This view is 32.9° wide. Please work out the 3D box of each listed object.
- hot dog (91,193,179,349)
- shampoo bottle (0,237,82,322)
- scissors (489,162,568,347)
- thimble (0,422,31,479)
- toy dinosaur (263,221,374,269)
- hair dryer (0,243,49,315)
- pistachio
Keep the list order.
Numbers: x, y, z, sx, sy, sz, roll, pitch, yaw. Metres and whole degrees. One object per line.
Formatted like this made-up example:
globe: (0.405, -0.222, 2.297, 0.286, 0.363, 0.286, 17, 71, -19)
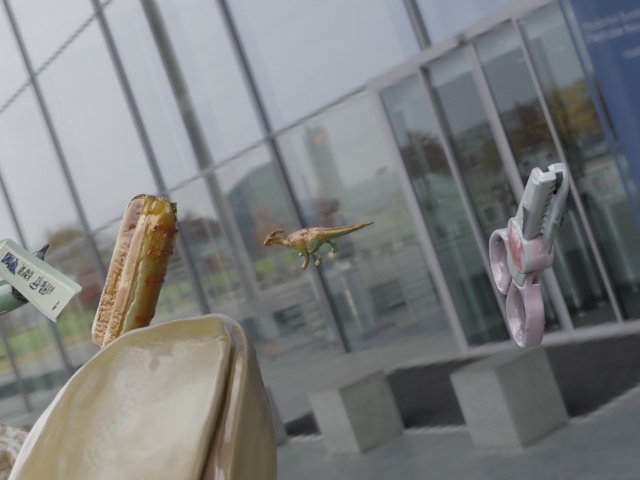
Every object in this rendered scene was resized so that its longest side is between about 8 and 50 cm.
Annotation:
hot dog: (-0.246, 0.059, 1.461, 0.076, 0.250, 0.104, 9, 13, -30)
shampoo bottle: (-0.332, 0.031, 1.191, 0.049, 0.141, 0.034, -47, 12, 25)
scissors: (0.185, 0.003, 0.963, 0.030, 0.118, 0.242, -11, -30, -5)
thimble: (-0.376, 0.301, 1.129, 0.229, 0.148, 0.196, -13, 39, -20)
toy dinosaur: (0.000, 0.003, 1.007, 0.113, 0.041, 0.026, -5, 37, 25)
hair dryer: (-0.426, 0.049, 1.570, 0.071, 0.047, 0.150, -21, 24, 31)
pistachio: (-0.107, 0.172, 0.651, 0.181, 0.162, 0.293, -34, 29, 45)
